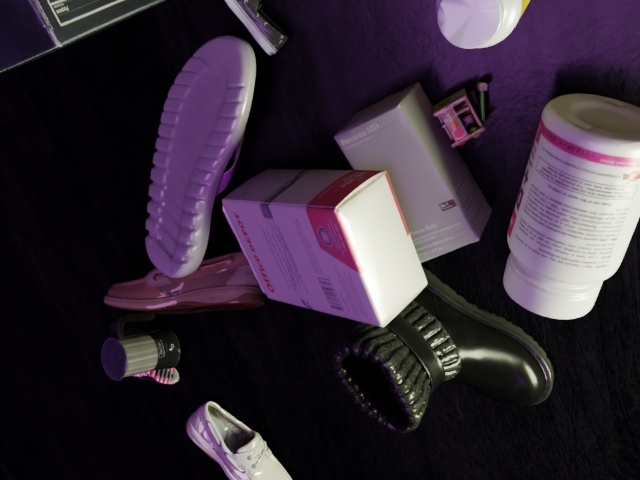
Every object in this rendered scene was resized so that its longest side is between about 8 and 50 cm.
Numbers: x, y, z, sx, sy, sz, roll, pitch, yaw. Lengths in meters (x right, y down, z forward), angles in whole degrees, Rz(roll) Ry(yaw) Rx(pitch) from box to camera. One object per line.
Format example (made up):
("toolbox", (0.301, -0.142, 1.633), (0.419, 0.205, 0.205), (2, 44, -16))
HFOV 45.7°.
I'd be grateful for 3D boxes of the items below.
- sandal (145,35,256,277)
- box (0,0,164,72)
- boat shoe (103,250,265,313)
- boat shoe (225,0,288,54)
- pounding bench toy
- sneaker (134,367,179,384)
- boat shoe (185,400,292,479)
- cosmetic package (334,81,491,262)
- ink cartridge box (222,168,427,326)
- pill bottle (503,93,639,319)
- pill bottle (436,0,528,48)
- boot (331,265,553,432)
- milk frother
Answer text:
("sandal", (-0.193, -0.138, 1.260), (0.169, 0.102, 0.416), (34, 113, 29))
("box", (-0.407, -0.419, 1.063), (0.182, 0.296, 0.294), (-13, 112, 29))
("boat shoe", (-0.255, 0.078, 1.423), (0.341, 0.121, 0.110), (-5, 80, 23))
("boat shoe", (-0.103, -0.344, 1.135), (0.040, 0.049, 0.142), (-35, 103, 16))
("pounding bench toy", (0.213, -0.180, 1.085), (0.083, 0.052, 0.065), (-29, 106, 18))
("sneaker", (-0.355, 0.286, 1.629), (0.119, 0.047, 0.057), (12, 150, 13))
("boat shoe", (-0.158, 0.446, 1.597), (0.277, 0.098, 0.096), (39, 127, -1))
("cosmetic package", (0.141, -0.099, 1.137), (0.127, 0.107, 0.238), (-24, 110, 36))
("ink cartridge box", (0.000, 0.000, 1.181), (0.283, 0.117, 0.207), (8, 129, 49))
("pill bottle", (0.350, -0.042, 1.043), (0.160, 0.160, 0.283), (17, 124, 14))
("pill bottle", (0.201, -0.299, 0.938), (0.103, 0.184, 0.103), (11, 123, 17))
("boot", (0.197, 0.210, 1.198), (0.348, 0.260, 0.131), (33, 127, 3))
("milk frother", (-0.385, 0.224, 1.540), (0.143, 0.134, 0.129), (-42, 66, 33))
